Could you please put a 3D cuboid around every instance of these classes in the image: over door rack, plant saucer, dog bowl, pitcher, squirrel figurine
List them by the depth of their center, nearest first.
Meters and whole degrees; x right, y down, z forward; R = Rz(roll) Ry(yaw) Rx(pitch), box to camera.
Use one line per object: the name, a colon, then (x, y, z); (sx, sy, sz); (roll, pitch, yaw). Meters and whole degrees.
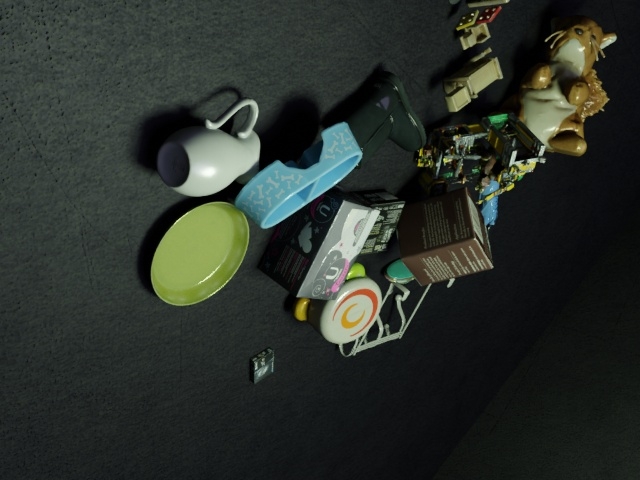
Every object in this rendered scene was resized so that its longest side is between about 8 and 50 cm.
pitcher: (-0.193, -0.174, 1.310); (0.207, 0.126, 0.177); (-19, 125, -55)
dog bowl: (-0.036, -0.128, 1.458); (0.297, 0.074, 0.166); (-36, 171, -23)
plant saucer: (-0.252, 0.022, 1.467); (0.241, 0.037, 0.240); (-30, 139, -31)
squirrel figurine: (0.690, -0.449, 2.069); (0.397, 0.281, 0.370); (0, 109, -66)
over door rack: (0.206, 0.193, 2.075); (0.240, 0.108, 0.324); (-12, 148, -45)

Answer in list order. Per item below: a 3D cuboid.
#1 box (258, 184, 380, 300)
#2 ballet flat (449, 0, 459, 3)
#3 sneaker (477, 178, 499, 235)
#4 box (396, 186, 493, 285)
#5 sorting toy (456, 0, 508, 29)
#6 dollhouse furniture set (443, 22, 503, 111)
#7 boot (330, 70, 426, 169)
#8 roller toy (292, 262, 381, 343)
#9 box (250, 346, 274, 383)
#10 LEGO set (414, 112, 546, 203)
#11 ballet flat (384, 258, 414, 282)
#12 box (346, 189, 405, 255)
box: (0.000, 0.000, 1.659); (0.163, 0.142, 0.247); (11, 109, -53)
ballet flat: (0.361, -0.631, 1.631); (0.074, 0.074, 0.203); (11, 110, -53)
sneaker: (0.541, -0.104, 2.281); (0.069, 0.082, 0.209); (-8, 123, -45)
box: (0.324, -0.007, 1.879); (0.203, 0.168, 0.167); (-16, 145, 22)
sorting toy: (0.412, -0.606, 1.671); (0.274, 0.132, 0.046); (-51, 120, -10)
dollhouse furniture set: (0.337, -0.434, 1.779); (0.182, 0.101, 0.160); (-37, 117, -24)
boot: (0.131, -0.239, 1.656); (0.207, 0.094, 0.246); (-50, 139, -14)
roller toy: (0.044, 0.156, 1.840); (0.209, 0.146, 0.191); (-47, 135, -5)
box: (-0.151, 0.324, 1.857); (0.067, 0.018, 0.083); (-27, 137, -35)
LEGO set: (0.430, -0.186, 1.881); (0.332, 0.192, 0.254); (-5, 132, -21)
ballet flat: (0.269, 0.081, 2.123); (0.222, 0.077, 0.079); (-30, 158, -32)
box: (0.113, -0.045, 1.814); (0.180, 0.078, 0.147); (-10, 125, -46)
